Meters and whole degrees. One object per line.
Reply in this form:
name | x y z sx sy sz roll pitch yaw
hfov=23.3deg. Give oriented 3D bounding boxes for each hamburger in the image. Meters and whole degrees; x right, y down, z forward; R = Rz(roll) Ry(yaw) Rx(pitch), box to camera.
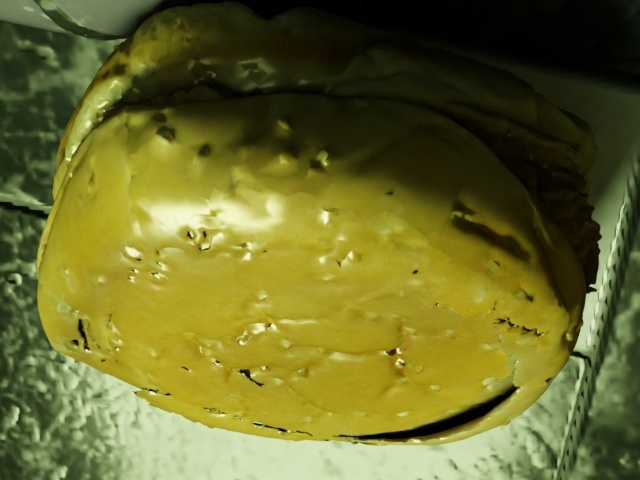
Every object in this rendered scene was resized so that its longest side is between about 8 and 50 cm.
hamburger | 0.001 -0.001 0.582 0.214 0.108 0.213 6 148 4

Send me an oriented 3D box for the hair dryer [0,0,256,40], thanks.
hair dryer | -0.137 -0.253 0.562 0.301 0.121 0.361 4 107 26
